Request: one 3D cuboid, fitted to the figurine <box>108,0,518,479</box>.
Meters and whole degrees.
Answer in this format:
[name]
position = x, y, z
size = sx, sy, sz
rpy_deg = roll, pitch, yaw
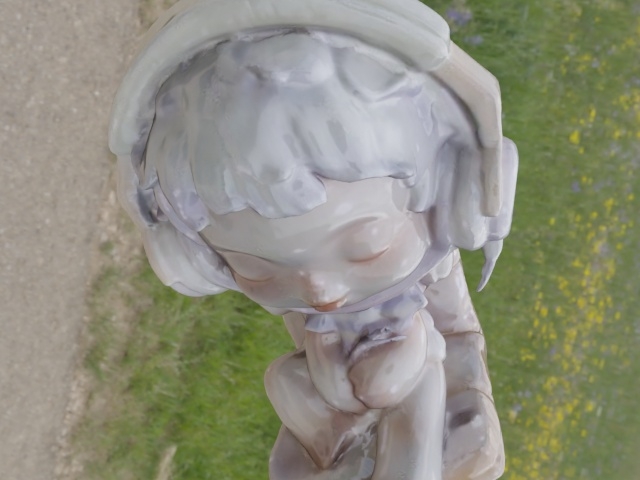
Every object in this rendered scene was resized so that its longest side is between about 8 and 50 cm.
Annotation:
[figurine]
position = 0.000, -0.003, 0.374
size = 0.141, 0.163, 0.236
rpy_deg = -74, 153, -52
